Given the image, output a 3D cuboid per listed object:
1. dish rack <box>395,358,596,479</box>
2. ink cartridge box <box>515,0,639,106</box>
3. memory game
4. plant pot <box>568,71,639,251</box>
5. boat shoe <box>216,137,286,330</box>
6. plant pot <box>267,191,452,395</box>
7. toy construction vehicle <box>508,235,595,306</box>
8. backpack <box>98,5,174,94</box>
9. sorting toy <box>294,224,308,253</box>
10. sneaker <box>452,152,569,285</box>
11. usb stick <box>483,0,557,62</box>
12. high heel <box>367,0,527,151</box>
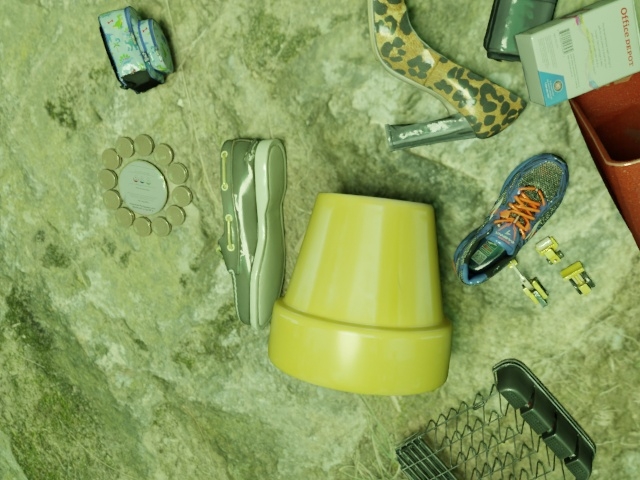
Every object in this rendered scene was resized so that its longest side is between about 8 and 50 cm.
[{"bbox_3d":[0.266,0.340,0.881,0.271,0.074,0.208,-41,90,27],"label":"dish rack"},{"bbox_3d":[0.311,-0.227,0.664,0.122,0.052,0.089,-20,111,5],"label":"ink cartridge box"},{"bbox_3d":[-0.306,-0.092,0.960,0.186,0.012,0.186,5,109,16],"label":"memory game"},{"bbox_3d":[0.449,-0.065,0.598,0.267,0.267,0.236,-15,115,22],"label":"plant pot"},{"bbox_3d":[-0.112,-0.009,0.874,0.091,0.109,0.305,7,103,17],"label":"boat shoe"},{"bbox_3d":[0.063,0.059,0.775,0.254,0.254,0.239,7,93,16],"label":"plant pot"},{"bbox_3d":[0.326,0.051,0.783,0.086,0.035,0.098,-35,94,25],"label":"toy construction vehicle"},{"bbox_3d":[-0.276,-0.293,0.837,0.084,0.105,0.114,-21,100,0],"label":"backpack"},{"bbox_3d":[0.000,0.000,0.888,0.062,0.012,0.083,37,118,9],"label":"sorting toy"},{"bbox_3d":[0.261,-0.018,0.754,0.083,0.087,0.221,31,114,6],"label":"sneaker"},{"bbox_3d":[0.264,-0.357,0.665,0.077,0.045,0.278,14,111,12],"label":"usb stick"},{"bbox_3d":[0.161,-0.257,0.719,0.186,0.093,0.261,-9,103,11],"label":"high heel"}]
